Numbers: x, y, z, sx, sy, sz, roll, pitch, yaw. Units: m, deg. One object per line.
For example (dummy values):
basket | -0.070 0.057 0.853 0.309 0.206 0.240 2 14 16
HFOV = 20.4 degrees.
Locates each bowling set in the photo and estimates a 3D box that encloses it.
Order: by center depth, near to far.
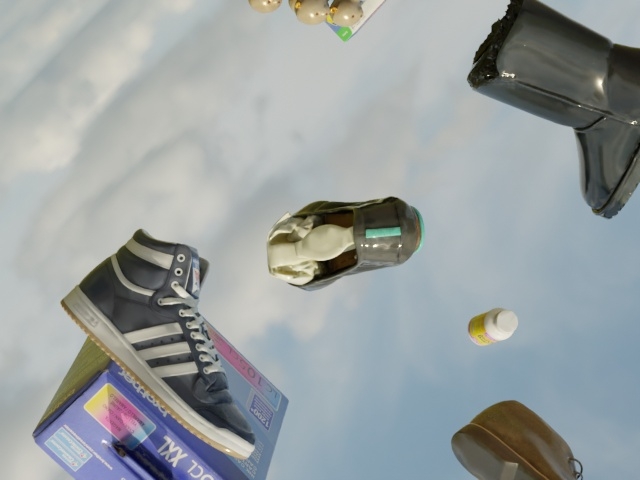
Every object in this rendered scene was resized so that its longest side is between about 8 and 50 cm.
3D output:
bowling set | 0.009 -0.308 2.128 0.287 0.200 0.154 -5 127 -60

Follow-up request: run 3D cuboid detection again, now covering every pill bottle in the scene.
pill bottle | 0.229 0.112 2.347 0.043 0.043 0.083 -51 -173 -21

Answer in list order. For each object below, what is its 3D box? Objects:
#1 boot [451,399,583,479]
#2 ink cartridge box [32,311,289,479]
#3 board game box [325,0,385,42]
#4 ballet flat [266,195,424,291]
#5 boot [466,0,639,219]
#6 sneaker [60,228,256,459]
boot | 0.327 0.331 2.402 0.115 0.305 0.112 -36 159 -33
ink cartridge box | -0.202 0.244 2.304 0.151 0.270 0.395 -42 -169 20
board game box | 0.047 -0.372 2.338 0.201 0.136 0.035 -45 179 43
ballet flat | 0.000 0.000 1.923 0.096 0.095 0.280 -7 173 -32
boot | 0.248 -0.139 1.819 0.246 0.207 0.094 110 1 -57
sneaker | -0.147 0.107 2.003 0.153 0.282 0.099 -48 166 -1
